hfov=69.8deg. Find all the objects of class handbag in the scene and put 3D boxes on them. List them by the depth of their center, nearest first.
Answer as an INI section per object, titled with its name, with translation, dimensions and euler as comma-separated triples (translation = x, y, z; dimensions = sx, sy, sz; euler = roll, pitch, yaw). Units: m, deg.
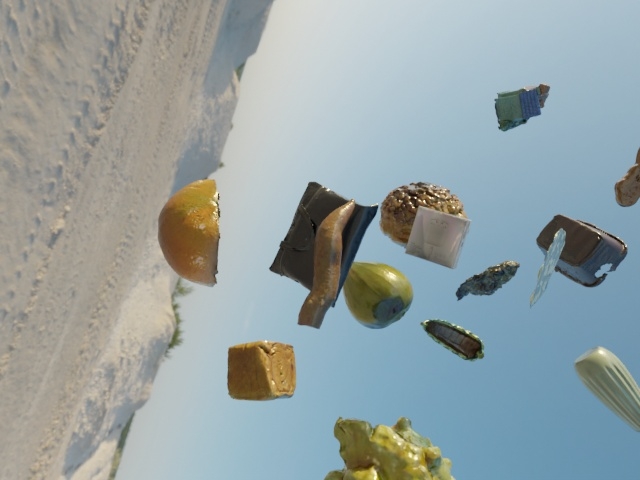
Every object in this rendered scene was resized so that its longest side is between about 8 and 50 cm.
[handbag]
translation = 0.000, 0.000, 1.084
dimensions = 0.211, 0.089, 0.254
euler = 24, -88, 32

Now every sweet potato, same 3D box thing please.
[sweet potato]
translation = 0.015, 0.038, 0.924
dimensions = 0.059, 0.067, 0.281
euler = 133, -30, -80

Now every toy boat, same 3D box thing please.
[toy boat]
translation = 0.504, 0.372, 1.794
dimensions = 0.108, 0.293, 0.099
euler = -60, -172, 8

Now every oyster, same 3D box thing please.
[oyster]
translation = 0.422, 0.103, 1.160
dimensions = 0.056, 0.177, 0.105
euler = 61, 1, 35

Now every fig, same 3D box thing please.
[fig]
translation = 0.194, 0.178, 1.646
dimensions = 0.239, 0.271, 0.239
euler = -37, 165, -11

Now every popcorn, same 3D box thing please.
[popcorn]
translation = 0.191, 0.587, 1.125
dimensions = 0.274, 0.279, 0.335
euler = -58, -139, 6

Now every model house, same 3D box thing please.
[model house]
translation = 0.614, -0.403, 1.350
dimensions = 0.149, 0.148, 0.119
euler = -7, -79, 53

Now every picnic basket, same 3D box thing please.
[picnic basket]
translation = 0.930, 0.021, 1.688
dimensions = 0.222, 0.129, 0.297
euler = -55, -157, 13

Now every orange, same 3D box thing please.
[orange]
translation = -0.355, -0.034, 1.362
dimensions = 0.274, 0.274, 0.310
euler = -51, -171, 53

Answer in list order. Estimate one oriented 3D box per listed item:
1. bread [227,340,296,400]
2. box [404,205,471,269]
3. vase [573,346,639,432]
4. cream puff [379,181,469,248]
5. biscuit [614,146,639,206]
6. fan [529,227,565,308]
[bread]
translation = -0.159, 0.358, 1.251
dimensions = 0.143, 0.149, 0.158
euler = -16, -109, 21
[box]
translation = 0.298, -0.009, 1.170
dimensions = 0.051, 0.130, 0.129
euler = 0, 108, -63
[vase]
translation = 0.884, 0.447, 1.374
dimensions = 0.248, 0.128, 0.128
euler = 55, -40, 18
[cream puff]
translation = 0.397, -0.108, 1.774
dimensions = 0.327, 0.343, 0.231
euler = -39, 129, -58
[biscuit]
translation = 0.975, -0.201, 1.301
dimensions = 0.295, 0.186, 0.044
euler = -55, -179, 8
[fan]
translation = 0.451, 0.047, 0.903
dimensions = 0.240, 0.009, 0.131
euler = -39, 136, -39
